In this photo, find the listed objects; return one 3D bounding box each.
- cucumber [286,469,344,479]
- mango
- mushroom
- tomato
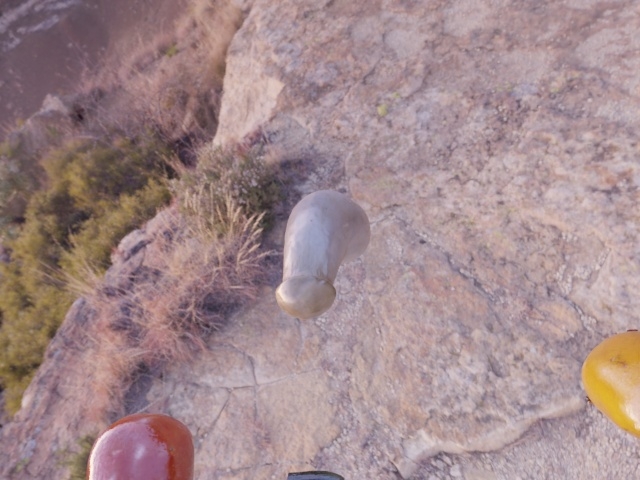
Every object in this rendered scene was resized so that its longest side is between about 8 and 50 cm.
[{"bbox_3d":[-0.010,0.420,0.748,0.105,0.048,0.048,-2,48,-5],"label":"cucumber"},{"bbox_3d":[0.558,0.246,0.735,0.187,0.257,0.138,-11,94,16],"label":"mango"},{"bbox_3d":[0.000,0.000,0.557,0.103,0.118,0.270,-9,12,17],"label":"mushroom"},{"bbox_3d":[-0.368,0.471,0.921,0.189,0.232,0.232,-34,43,14],"label":"tomato"}]
